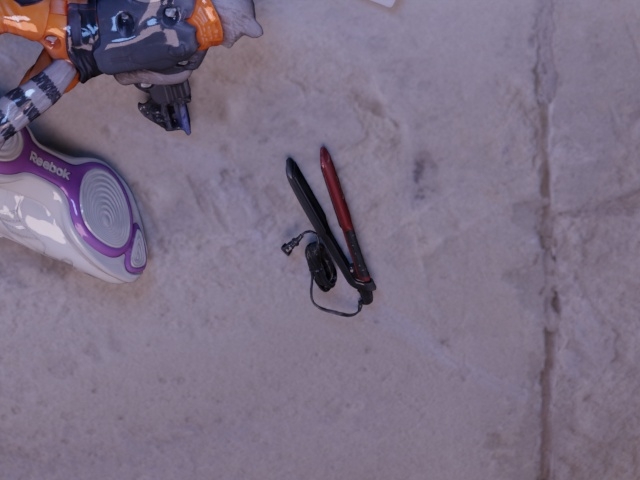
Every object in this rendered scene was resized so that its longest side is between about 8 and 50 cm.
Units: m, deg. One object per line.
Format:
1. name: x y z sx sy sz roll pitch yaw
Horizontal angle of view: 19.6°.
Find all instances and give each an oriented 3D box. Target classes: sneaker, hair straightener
1. sneaker: -0.324 -0.049 2.061 0.305 0.114 0.152 39 141 -27
2. hair straightener: 0.000 0.000 2.119 0.089 0.047 0.230 -15 126 9

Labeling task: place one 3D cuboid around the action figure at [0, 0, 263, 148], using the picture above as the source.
1. action figure: -0.211 -0.173 1.875 0.330 0.178 0.341 -22 138 1

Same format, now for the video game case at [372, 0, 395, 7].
1. video game case: 0.028 -0.361 1.890 0.193 0.023 0.212 19 121 -13
